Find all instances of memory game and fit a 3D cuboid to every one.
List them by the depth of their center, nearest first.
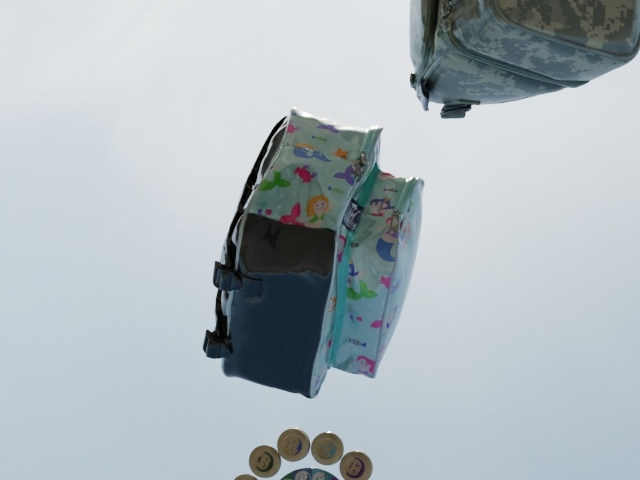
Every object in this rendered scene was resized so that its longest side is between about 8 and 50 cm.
[{"bbox_3d":[-0.014,0.296,1.500,0.186,0.012,0.186,-2,-97,14],"label":"memory game"}]

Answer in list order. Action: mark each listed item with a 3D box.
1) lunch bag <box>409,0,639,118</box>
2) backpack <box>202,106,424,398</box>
[{"bbox_3d":[0.203,-0.302,1.504,0.256,0.213,0.305,159,-63,-64],"label":"lunch bag"},{"bbox_3d":[0.000,0.000,1.360,0.191,0.225,0.253,9,-139,0],"label":"backpack"}]
